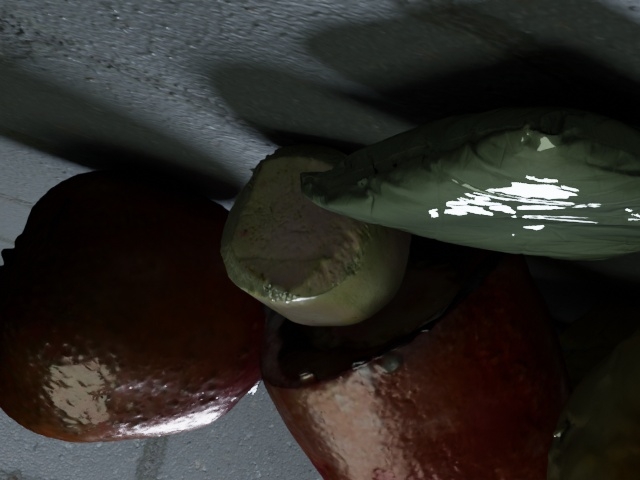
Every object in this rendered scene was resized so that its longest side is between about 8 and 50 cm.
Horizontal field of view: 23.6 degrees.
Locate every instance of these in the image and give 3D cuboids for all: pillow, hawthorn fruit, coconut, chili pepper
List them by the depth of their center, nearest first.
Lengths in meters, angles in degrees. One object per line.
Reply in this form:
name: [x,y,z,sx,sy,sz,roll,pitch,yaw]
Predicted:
pillow: [0.167,-0.036,1.036,0.274,0.076,0.280,10,170,-29]
coconut: [0.000,0.000,1.285,0.147,0.147,0.152,11,171,23]
chili pepper: [0.105,0.157,1.387,0.229,0.251,0.305,11,130,60]
hawthorn fruit: [-0.169,0.081,1.593,0.369,0.285,0.285,14,171,-25]

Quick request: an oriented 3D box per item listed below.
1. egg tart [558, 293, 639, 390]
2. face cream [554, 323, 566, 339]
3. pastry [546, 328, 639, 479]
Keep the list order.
egg tart: [0.375,0.161,1.583,0.388,0.169,0.388,15,174,2]
face cream: [0.315,0.138,1.860,0.198,0.057,0.084,18,170,-9]
pastry: [0.388,0.216,1.272,0.409,0.410,0.245,15,-169,0]
